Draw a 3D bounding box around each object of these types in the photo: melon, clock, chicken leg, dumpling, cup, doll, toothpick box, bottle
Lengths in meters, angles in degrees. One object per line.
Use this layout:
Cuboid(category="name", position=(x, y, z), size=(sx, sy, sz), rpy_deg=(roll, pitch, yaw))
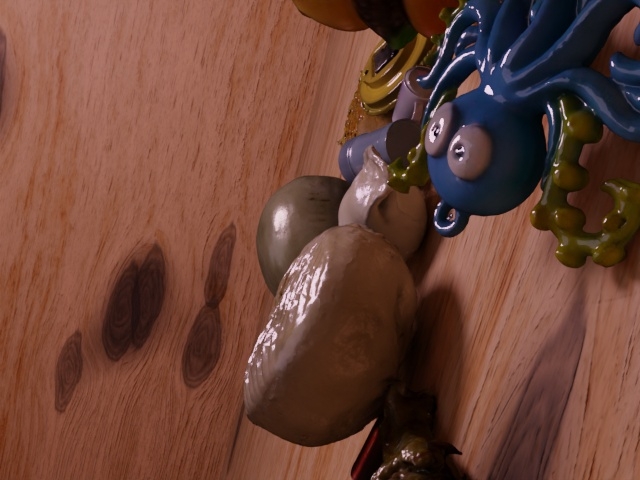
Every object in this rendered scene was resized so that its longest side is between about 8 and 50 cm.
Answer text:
Cuboid(category="melon", position=(0.003, 0.014, 1.605), size=(0.271, 0.272, 0.307), rpy_deg=(120, 131, -62))
Cuboid(category="clock", position=(0.143, -0.352, 1.612), size=(0.237, 0.057, 0.237), rpy_deg=(-42, 29, 31))
Cuboid(category="chicken leg", position=(0.097, 0.314, 0.993), size=(0.211, 0.140, 0.361), rpy_deg=(-55, 1, 5))
Cuboid(category="dumpling", position=(0.099, -0.056, 1.388), size=(0.258, 0.147, 0.193), rpy_deg=(85, 177, -56))
Cuboid(category="cup", position=(0.170, -0.239, 1.485), size=(0.116, 0.074, 0.104), rpy_deg=(110, 171, -55))
Cuboid(category="doll", position=(0.190, -0.143, 0.801), size=(0.346, 0.099, 0.341), rpy_deg=(49, 127, 47))
Cuboid(category="melon", position=(0.129, -0.254, 1.720), size=(0.139, 0.093, 0.202), rpy_deg=(103, -178, -66))
Cuboid(category="toothpick box", position=(0.113, -0.152, 1.487), size=(0.153, 0.101, 0.101), rpy_deg=(-11, 65, 59))
Cuboid(category="bottle", position=(0.094, 0.307, 1.236), size=(0.060, 0.060, 0.164), rpy_deg=(-88, 14, -51))

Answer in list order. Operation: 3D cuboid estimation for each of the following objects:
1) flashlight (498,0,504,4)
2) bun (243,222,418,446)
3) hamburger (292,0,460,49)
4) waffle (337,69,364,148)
Cuboid(category="flashlight", position=(0.262, -0.344, 1.006), size=(0.103, 0.103, 0.423), rpy_deg=(116, 165, -56))
Cuboid(category="bun", position=(0.025, 0.153, 1.240), size=(0.361, 0.235, 0.326), rpy_deg=(-64, 0, 34))
Cuboid(category="hamburger", position=(0.125, -0.478, 1.212), size=(0.396, 0.278, 0.395), rpy_deg=(12, -90, -67))
Cuboid(category="waffle", position=(0.106, -0.321, 2.075), size=(0.254, 0.052, 0.245), rpy_deg=(-131, 56, -78))
